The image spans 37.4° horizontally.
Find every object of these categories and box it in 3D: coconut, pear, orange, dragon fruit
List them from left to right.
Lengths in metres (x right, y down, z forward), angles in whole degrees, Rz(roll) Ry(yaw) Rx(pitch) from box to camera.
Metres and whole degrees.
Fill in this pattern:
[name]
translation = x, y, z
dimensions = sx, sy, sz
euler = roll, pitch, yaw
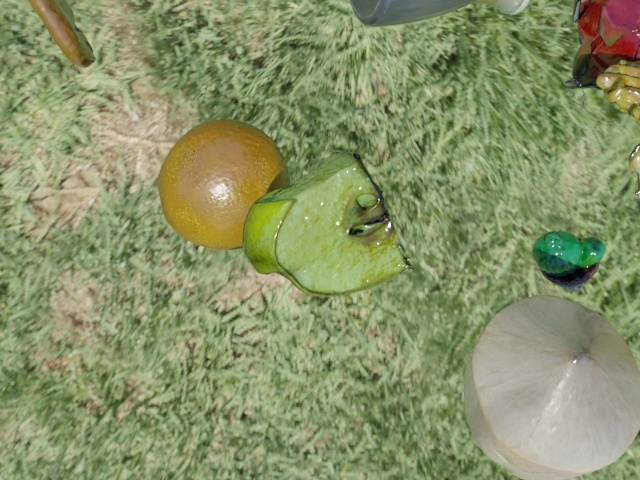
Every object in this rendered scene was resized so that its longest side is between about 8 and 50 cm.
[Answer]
[orange]
translation = -0.197, -0.113, 1.927
dimensions = 0.274, 0.274, 0.274
euler = 0, 105, 2
[pear]
translation = 0.000, 0.000, 1.661
dimensions = 0.255, 0.164, 0.238
euler = -32, 111, -9
[coconut]
translation = 0.377, 0.239, 1.555
dimensions = 0.328, 0.329, 0.329
euler = 0, 105, 2
[dragon fruit]
translation = 0.519, -0.342, 1.555
dimensions = 0.233, 0.234, 0.293
euler = 29, 128, -5

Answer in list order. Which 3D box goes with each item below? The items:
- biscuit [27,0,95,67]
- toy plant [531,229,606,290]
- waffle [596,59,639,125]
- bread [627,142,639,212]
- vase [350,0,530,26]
[biscuit]
translation = -0.425, -0.393, 1.394
dimensions = 0.045, 0.154, 0.299
euler = -28, 98, 2
[toy plant]
translation = 0.501, 0.034, 1.901
dimensions = 0.143, 0.200, 0.105
euler = -4, 65, 18
[waffle]
translation = 0.512, -0.178, 1.290
dimensions = 0.254, 0.245, 0.052
euler = -8, 134, -29
[bread]
translation = 0.743, -0.136, 1.886
dimensions = 0.251, 0.133, 0.174
euler = -11, 87, 10
[vase]
translation = 0.226, -0.474, 1.716
dimensions = 0.321, 0.173, 0.173
euler = -4, 106, -22
